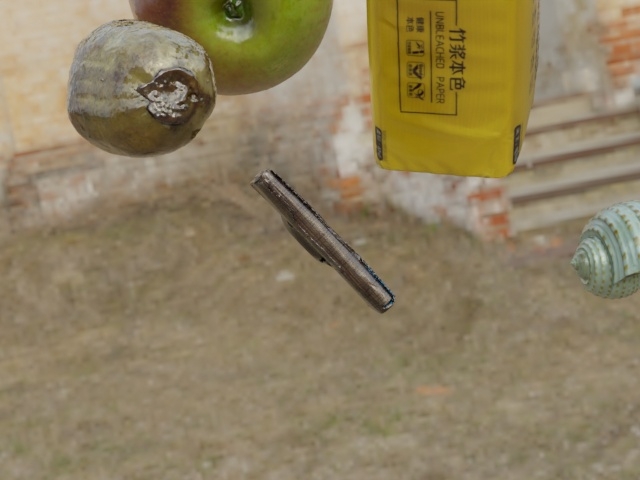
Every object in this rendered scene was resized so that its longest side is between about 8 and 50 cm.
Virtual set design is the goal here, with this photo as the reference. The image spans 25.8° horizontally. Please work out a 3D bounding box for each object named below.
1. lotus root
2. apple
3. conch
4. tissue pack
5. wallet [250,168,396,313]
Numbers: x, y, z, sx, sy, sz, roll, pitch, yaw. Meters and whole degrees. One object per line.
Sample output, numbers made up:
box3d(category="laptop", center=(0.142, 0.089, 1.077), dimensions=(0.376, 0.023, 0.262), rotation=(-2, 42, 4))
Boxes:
box3d(category="lotus root", center=(-0.201, -0.161, 1.482), dimensions=(0.128, 0.145, 0.260), rotation=(23, -3, -30))
box3d(category="apple", center=(-0.138, -0.391, 2.206), dimensions=(0.340, 0.339, 0.339), rotation=(-10, 6, 1))
box3d(category="conch", center=(0.469, 0.001, 2.100), dimensions=(0.200, 0.131, 0.172), rotation=(-29, -18, -18))
box3d(category="tissue pack", center=(0.184, -0.319, 1.894), dimensions=(0.228, 0.382, 0.293), rotation=(4, 38, 12))
box3d(category="wallet", center=(0.000, 0.000, 1.759), dimensions=(0.042, 0.230, 0.124), rotation=(-47, 6, -5))
